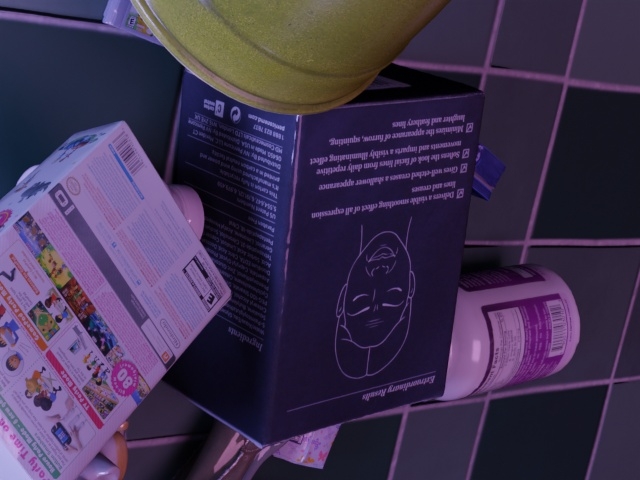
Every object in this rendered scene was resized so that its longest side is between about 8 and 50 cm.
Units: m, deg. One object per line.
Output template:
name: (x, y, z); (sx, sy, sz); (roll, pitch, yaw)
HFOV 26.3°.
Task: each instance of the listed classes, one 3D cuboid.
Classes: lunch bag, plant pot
lunch bag: (-0.024, 0.261, 1.819); (0.083, 0.053, 0.071); (22, 92, -39)
plant pot: (0.039, -0.352, 1.294); (0.366, 0.353, 0.366); (15, 64, -34)
lunch bag: (0.201, -0.095, 1.861); (0.098, 0.067, 0.065); (34, 84, -46)

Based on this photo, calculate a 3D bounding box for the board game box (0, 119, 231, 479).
board game box: (-0.245, 0.065, 1.294); (0.303, 0.097, 0.224); (-50, 120, -39)

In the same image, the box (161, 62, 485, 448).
box: (0.000, 0.000, 1.615); (0.293, 0.212, 0.395); (-9, 113, -40)

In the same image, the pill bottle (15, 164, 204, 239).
pill bottle: (-0.224, -0.025, 1.471); (0.193, 0.108, 0.108); (1, 107, -43)

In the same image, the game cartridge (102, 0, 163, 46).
game cartridge: (-0.192, -0.247, 1.472); (0.083, 0.017, 0.056); (16, 93, -45)

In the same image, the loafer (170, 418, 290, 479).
loafer: (-0.119, 0.255, 1.713); (0.251, 0.094, 0.087); (-44, 121, -26)

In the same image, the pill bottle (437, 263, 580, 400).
pill bottle: (0.205, 0.129, 1.890); (0.301, 0.169, 0.169); (-7, 112, -40)

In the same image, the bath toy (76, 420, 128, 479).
bath toy: (-0.289, 0.330, 1.556); (0.151, 0.129, 0.348); (-22, 124, -57)
